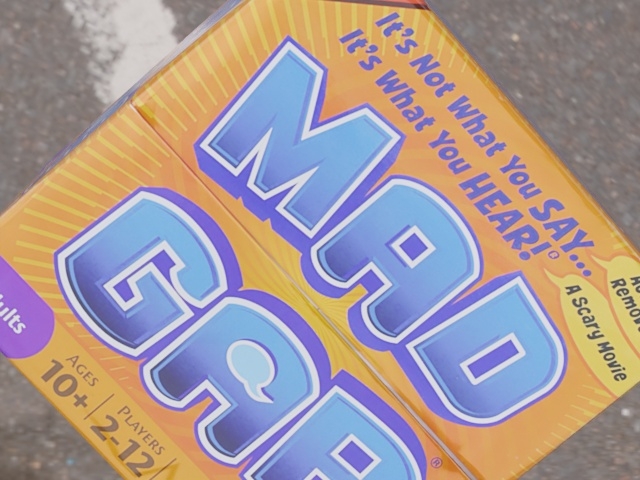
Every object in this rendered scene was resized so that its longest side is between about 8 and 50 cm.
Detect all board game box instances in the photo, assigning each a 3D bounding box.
[{"bbox_3d":[0.000,0.000,1.088,0.356,0.356,0.356,-40,101,10],"label":"board game box"}]
